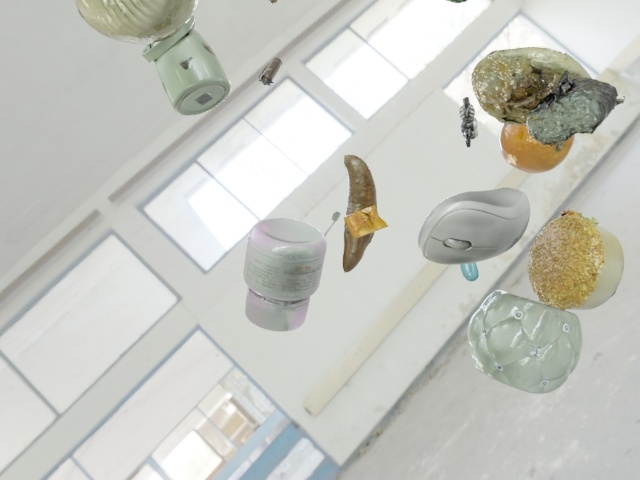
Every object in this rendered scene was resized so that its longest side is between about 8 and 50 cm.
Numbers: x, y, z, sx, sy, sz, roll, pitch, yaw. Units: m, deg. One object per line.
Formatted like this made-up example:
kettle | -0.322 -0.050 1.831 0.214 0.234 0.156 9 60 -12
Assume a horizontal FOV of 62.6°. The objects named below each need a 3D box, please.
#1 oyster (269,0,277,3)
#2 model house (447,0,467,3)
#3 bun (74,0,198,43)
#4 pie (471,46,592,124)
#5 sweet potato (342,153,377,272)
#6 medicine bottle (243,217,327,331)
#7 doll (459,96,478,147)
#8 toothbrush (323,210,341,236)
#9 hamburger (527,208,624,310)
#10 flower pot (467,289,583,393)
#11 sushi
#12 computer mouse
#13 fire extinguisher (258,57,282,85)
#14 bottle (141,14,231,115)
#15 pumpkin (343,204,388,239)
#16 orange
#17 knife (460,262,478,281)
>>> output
oyster | -0.205 -0.876 1.684 0.107 0.233 0.161 -43 4 35
model house | 0.410 -0.949 1.667 0.312 0.245 0.280 -67 -12 16
bun | -0.438 -0.658 1.297 0.362 0.326 0.234 -54 -10 26
pie | 0.589 -0.423 1.478 0.339 0.339 0.077 106 -176 -73
sweet potato | 0.114 -0.076 1.525 0.114 0.092 0.341 -4 -79 -34
medicine bottle | -0.120 0.105 1.636 0.241 0.241 0.301 -34 -40 -59
doll | 0.560 -0.450 1.991 0.091 0.067 0.219 64 -152 -55
toothbrush | 0.000 0.000 1.918 0.024 0.018 0.257 16 -66 -42
hamburger | 0.724 0.064 1.531 0.294 0.179 0.276 -88 17 -52
flower pot | 0.458 0.229 1.192 0.246 0.246 0.195 8 -79 -81
sushi | 0.606 -0.330 1.293 0.115 0.147 0.212 -51 9 -21
computer mouse | 0.359 -0.021 1.181 0.297 0.121 0.184 -11 -39 -36
fire extinguisher | -0.178 -0.590 1.853 0.043 0.064 0.158 91 -166 -46
bottle | -0.462 -0.617 1.741 0.229 0.351 0.229 -26 -6 -3
pumpkin | 0.118 -0.047 1.389 0.101 0.073 0.035 -25 6 10
orange | 0.923 -0.439 2.254 0.312 0.312 0.312 -46 -8 -8
knife | 0.408 0.025 1.539 0.064 0.222 0.031 -4 -34 -12
